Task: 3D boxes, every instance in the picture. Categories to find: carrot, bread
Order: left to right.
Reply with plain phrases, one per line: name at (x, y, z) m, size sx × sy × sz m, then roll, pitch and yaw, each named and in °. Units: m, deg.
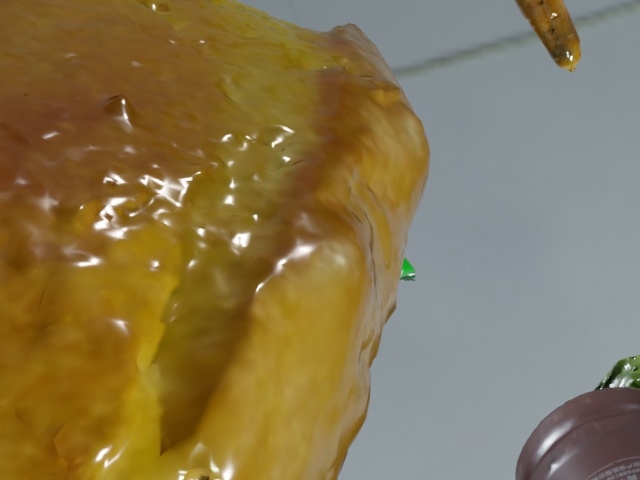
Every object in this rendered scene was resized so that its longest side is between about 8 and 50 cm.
bread at (-0.093, 0.054, 0.504) m, size 0.172 × 0.312 × 0.312 m, roll 28°, pitch 73°, yaw -8°
carrot at (0.185, -0.246, 1.551) m, size 0.061 × 0.061 × 0.210 m, roll -24°, pitch 100°, yaw -3°

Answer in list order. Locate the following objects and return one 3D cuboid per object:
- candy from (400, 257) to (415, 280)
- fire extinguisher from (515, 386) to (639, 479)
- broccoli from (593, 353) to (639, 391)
candy at (0.002, -0.003, 1.420) m, size 0.141 × 0.203 × 0.078 m, roll 7°, pitch 69°, yaw 9°
fire extinguisher at (0.165, 0.197, 0.827) m, size 0.135 × 0.337 × 0.114 m, roll -17°, pitch 112°, yaw 2°
broccoli at (0.213, 0.227, 1.503) m, size 0.165 × 0.145 × 0.304 m, roll 15°, pitch 65°, yaw 50°
